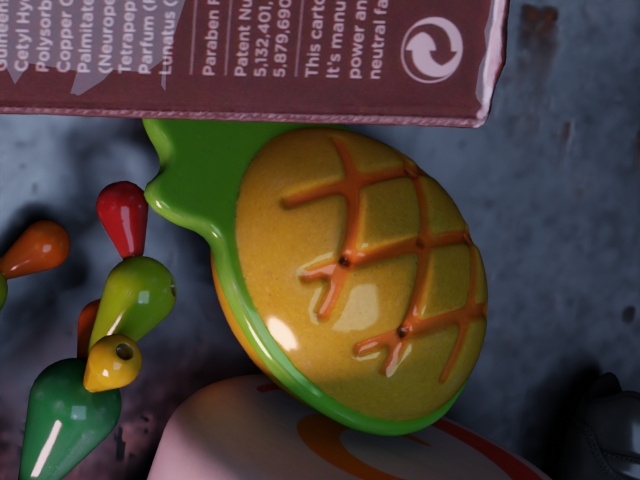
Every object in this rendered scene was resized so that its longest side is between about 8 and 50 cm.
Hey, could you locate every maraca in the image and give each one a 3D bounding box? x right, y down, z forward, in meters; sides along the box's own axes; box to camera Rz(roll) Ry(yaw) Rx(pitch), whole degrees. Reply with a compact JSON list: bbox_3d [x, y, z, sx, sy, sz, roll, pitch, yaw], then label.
[{"bbox_3d":[0.000,0.000,0.750,0.185,0.099,0.127,48,46,-14],"label":"maraca"}]

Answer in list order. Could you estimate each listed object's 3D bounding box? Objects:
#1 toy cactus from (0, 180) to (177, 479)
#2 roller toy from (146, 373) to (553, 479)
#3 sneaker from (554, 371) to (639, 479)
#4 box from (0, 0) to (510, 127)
[{"bbox_3d":[-0.142,0.086,0.714,0.219,0.112,0.180,-26,91,-5],"label":"toy cactus"},{"bbox_3d":[0.007,0.156,0.754,0.209,0.191,0.146,14,104,-21],"label":"roller toy"},{"bbox_3d":[0.244,0.124,0.872,0.286,0.109,0.130,3,101,-21],"label":"sneaker"},{"bbox_3d":[-0.142,-0.128,0.614,0.381,0.191,0.143,-2,108,-18],"label":"box"}]
